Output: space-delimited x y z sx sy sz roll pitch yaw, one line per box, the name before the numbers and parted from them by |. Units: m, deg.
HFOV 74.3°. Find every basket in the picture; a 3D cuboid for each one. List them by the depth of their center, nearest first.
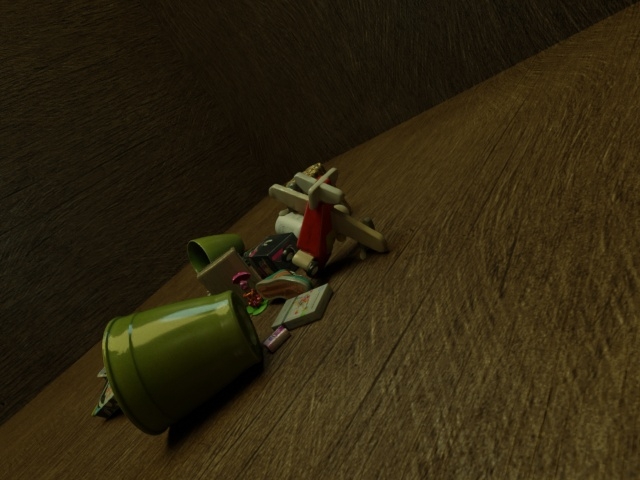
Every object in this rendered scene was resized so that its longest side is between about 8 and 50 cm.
basket | -0.035 -0.174 1.991 0.213 0.299 0.223 -25 19 33

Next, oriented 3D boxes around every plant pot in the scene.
plant pot | -0.378 0.328 1.270 0.353 0.366 0.366 -24 15 -3
plant pot | -0.635 0.071 2.665 0.294 0.274 0.275 -29 9 -38

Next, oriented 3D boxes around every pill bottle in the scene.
pill bottle | -0.085 -0.044 1.918 0.229 0.131 0.131 22 55 39

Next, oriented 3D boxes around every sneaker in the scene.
sneaker | -0.118 0.155 1.575 0.302 0.108 0.121 -6 26 49

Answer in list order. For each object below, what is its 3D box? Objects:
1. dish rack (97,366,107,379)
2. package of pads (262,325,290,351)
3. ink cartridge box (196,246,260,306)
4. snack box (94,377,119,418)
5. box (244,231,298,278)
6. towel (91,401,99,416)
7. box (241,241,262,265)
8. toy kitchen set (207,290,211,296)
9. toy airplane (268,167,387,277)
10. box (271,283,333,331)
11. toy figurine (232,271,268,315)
dish rack | -0.915 0.576 2.067 0.333 0.072 0.285 -20 21 43
package of pads | -0.136 0.307 1.314 0.083 0.032 0.050 -42 20 -22
ink cartridge box | -0.380 0.177 1.812 0.193 0.234 0.088 -36 17 -5
snack box | -0.770 0.541 1.645 0.322 0.060 0.187 -43 33 31
box | -0.201 0.072 1.915 0.165 0.143 0.270 -44 19 -27
towel | -0.872 0.671 1.807 0.237 0.021 0.102 -30 22 16
box | -0.389 0.085 2.449 0.191 0.045 0.184 -31 14 18
toy kitchen set | -0.456 0.278 1.969 0.166 0.122 0.207 -13 47 53
toy airplane | 0.016 -0.085 1.508 0.384 0.386 0.272 -24 4 41
box | -0.059 0.225 1.383 0.186 0.038 0.145 -25 20 31
toy figurine | -0.291 0.203 1.697 0.130 0.159 0.173 -36 17 -1
